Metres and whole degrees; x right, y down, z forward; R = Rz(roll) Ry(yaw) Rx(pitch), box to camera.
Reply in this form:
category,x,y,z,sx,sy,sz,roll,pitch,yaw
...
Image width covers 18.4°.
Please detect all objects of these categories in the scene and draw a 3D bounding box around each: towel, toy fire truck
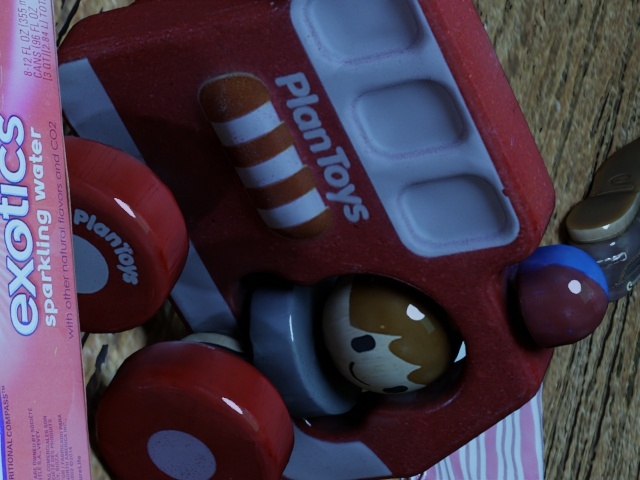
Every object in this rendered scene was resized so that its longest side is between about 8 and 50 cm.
category,x,y,z,sx,sy,sz,roll,pitch,yaw
towel,0.112,0.119,1.349,0.197,0.029,0.144,28,59,-53
toy fire truck,0.000,0.000,0.973,0.302,0.254,0.169,62,35,-28

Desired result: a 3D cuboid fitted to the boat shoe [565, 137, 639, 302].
category,x,y,z,sx,sy,sz,roll,pitch,yaw
boat shoe,0.253,-0.022,1.589,0.207,0.073,0.073,-42,120,-47

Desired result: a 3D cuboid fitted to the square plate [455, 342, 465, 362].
category,x,y,z,sx,sy,sz,roll,pitch,yaw
square plate,0.065,-0.113,1.209,0.347,0.049,0.344,-60,133,-74

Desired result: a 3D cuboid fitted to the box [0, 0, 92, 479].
category,x,y,z,sx,sy,sz,roll,pitch,yaw
box,-0.193,0.024,0.753,0.154,0.142,0.299,5,77,-59
